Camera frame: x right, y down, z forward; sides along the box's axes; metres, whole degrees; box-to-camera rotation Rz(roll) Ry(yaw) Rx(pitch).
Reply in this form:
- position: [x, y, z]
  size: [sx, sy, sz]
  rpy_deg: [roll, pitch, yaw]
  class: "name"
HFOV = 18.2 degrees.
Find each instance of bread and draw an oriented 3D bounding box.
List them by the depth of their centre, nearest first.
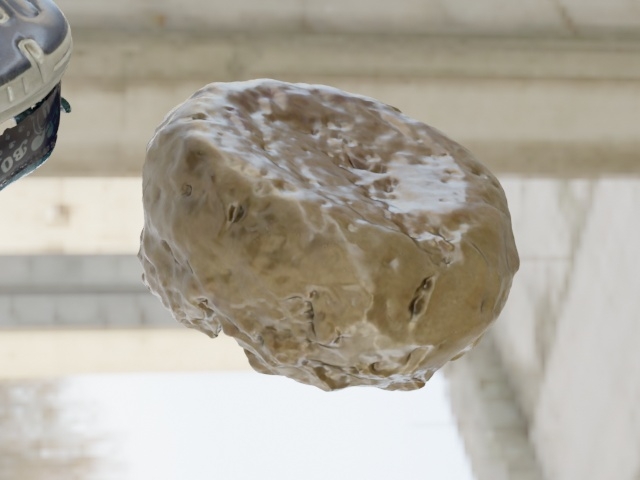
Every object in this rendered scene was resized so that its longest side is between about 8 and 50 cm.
- position: [0.000, 0.000, 1.141]
  size: [0.230, 0.230, 0.123]
  rpy_deg: [-110, -144, -55]
  class: "bread"

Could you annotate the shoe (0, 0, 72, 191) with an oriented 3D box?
- position: [-0.187, -0.025, 0.820]
  size: [0.091, 0.207, 0.106]
  rpy_deg: [42, -27, 28]
  class: "shoe"
